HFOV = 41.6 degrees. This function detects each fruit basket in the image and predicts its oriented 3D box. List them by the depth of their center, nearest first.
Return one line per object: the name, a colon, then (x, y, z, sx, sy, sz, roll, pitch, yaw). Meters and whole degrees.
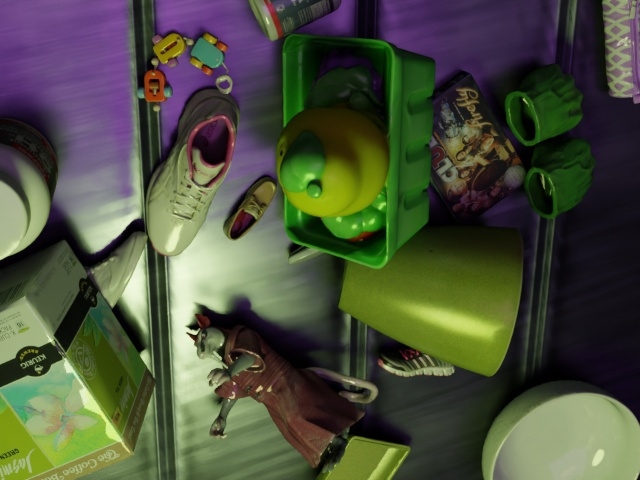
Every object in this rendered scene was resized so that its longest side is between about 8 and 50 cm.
fruit basket: (0.022, -0.138, 1.349, 0.392, 0.282, 0.392, -18, 115, -43)

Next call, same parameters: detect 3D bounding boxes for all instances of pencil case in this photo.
pencil case: (0.567, -0.363, 1.546, 0.086, 0.088, 0.206, -15, 111, -5)

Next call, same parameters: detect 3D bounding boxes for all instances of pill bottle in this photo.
pill bottle: (-0.498, -0.075, 1.278, 0.176, 0.318, 0.176, -4, 109, -12)
pill bottle: (-0.025, -0.414, 1.385, 0.180, 0.108, 0.108, -27, 112, -3)

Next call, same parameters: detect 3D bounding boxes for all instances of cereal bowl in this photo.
cereal bowl: (0.488, 0.436, 1.763, 0.338, 0.141, 0.339, -4, 109, -12)

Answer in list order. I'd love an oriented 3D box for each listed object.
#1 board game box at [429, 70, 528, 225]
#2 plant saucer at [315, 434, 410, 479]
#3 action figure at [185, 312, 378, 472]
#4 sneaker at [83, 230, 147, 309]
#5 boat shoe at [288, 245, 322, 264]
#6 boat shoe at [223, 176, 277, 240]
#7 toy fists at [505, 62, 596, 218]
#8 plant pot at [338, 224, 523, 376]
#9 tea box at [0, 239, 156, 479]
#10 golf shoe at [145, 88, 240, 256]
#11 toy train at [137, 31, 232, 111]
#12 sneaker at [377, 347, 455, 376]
board game box: (0.264, -0.166, 1.567, 0.165, 0.042, 0.243, -36, 112, 1)
plant saucer: (0.068, 0.469, 1.705, 0.188, 0.045, 0.188, 23, 103, -43)
action figure: (-0.084, 0.248, 1.548, 0.370, 0.248, 0.276, 43, 60, 2)
sneaker: (-0.386, 0.064, 1.484, 0.094, 0.080, 0.212, 31, 100, -10)
boat shoe: (0.000, 0.000, 1.565, 0.142, 0.049, 0.040, -27, 78, -1)
boat shoe: (-0.122, -0.053, 1.516, 0.050, 0.045, 0.135, 33, 98, -20)
toy fists: (0.429, -0.184, 1.557, 0.142, 0.096, 0.279, -30, 112, -26)
plant pot: (0.187, 0.085, 1.535, 0.293, 0.275, 0.275, 11, 106, 0)
tea box: (-0.505, 0.233, 1.401, 0.328, 0.220, 0.324, -24, 113, 10)
golf shoe: (-0.221, -0.105, 1.428, 0.115, 0.140, 0.306, 16, 105, -19)
toy train: (-0.224, -0.284, 1.406, 0.166, 0.046, 0.125, -4, 99, 11)
sneaker: (0.194, 0.225, 1.671, 0.170, 0.063, 0.075, 4, 107, -19)
